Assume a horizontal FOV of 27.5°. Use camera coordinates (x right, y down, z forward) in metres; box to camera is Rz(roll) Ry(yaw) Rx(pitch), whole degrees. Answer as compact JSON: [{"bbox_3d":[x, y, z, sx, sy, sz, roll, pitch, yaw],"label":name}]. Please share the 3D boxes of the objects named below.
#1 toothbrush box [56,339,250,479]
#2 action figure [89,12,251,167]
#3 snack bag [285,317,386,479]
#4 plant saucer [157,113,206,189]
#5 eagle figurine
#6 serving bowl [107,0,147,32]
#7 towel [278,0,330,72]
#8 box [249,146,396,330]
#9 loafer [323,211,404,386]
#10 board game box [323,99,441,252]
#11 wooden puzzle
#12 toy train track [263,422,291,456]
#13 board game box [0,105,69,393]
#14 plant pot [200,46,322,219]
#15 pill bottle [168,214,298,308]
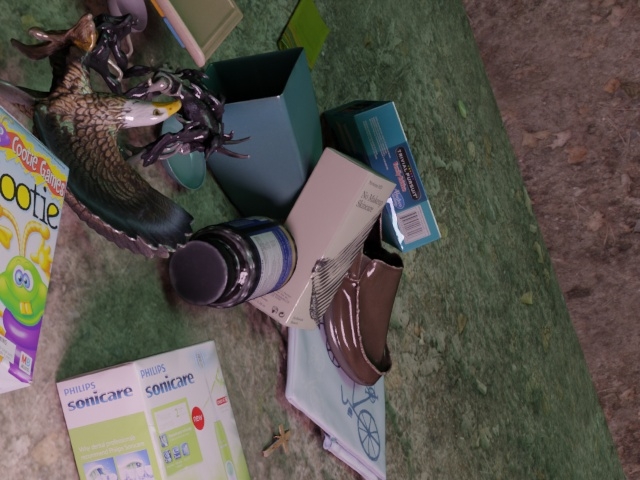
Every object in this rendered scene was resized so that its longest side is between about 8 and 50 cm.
[{"bbox_3d":[-0.191,0.283,1.618,0.206,0.122,0.283,-7,80,-67],"label":"toothbrush box"},{"bbox_3d":[-0.227,-0.189,1.820,0.275,0.141,0.164,41,35,-26],"label":"action figure"},{"bbox_3d":[0.023,0.214,2.245,0.342,0.037,0.323,46,35,-45],"label":"snack bag"},{"bbox_3d":[-0.211,-0.130,1.957,0.119,0.021,0.119,44,38,-49],"label":"plant saucer"},{"bbox_3d":[-0.268,-0.114,1.573,0.226,0.225,0.298,-12,92,-58],"label":"eagle figurine"},{"bbox_3d":[-0.288,-0.341,1.913,0.083,0.027,0.083,47,35,-48],"label":"serving bowl"},{"bbox_3d":[-0.029,-0.392,2.531,0.102,0.021,0.237,63,26,-27],"label":"towel"},{"bbox_3d":[0.000,0.000,2.057,0.275,0.094,0.113,-61,153,7],"label":"box"},{"bbox_3d":[0.075,0.069,2.217,0.134,0.130,0.366,-29,110,-66],"label":"loafer"},{"bbox_3d":[0.107,-0.127,2.400,0.336,0.079,0.254,-142,-148,-79],"label":"board game box"},{"bbox_3d":[-0.207,-0.376,1.885,0.221,0.044,0.239,57,23,-18],"label":"wooden puzzle"},{"bbox_3d":[-0.069,0.311,2.006,0.083,0.014,0.048,-32,112,-60],"label":"toy train track"},{"bbox_3d":[-0.374,0.013,1.351,0.142,0.144,0.275,48,34,-45],"label":"board game box"},{"bbox_3d":[-0.088,-0.156,2.088,0.165,0.165,0.234,-70,149,-54],"label":"plant pot"},{"bbox_3d":[-0.129,0.032,1.911,0.219,0.122,0.123,-16,90,-66],"label":"pill bottle"}]
